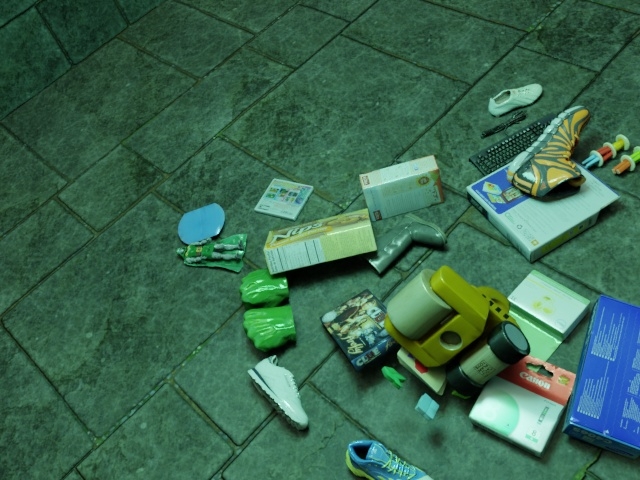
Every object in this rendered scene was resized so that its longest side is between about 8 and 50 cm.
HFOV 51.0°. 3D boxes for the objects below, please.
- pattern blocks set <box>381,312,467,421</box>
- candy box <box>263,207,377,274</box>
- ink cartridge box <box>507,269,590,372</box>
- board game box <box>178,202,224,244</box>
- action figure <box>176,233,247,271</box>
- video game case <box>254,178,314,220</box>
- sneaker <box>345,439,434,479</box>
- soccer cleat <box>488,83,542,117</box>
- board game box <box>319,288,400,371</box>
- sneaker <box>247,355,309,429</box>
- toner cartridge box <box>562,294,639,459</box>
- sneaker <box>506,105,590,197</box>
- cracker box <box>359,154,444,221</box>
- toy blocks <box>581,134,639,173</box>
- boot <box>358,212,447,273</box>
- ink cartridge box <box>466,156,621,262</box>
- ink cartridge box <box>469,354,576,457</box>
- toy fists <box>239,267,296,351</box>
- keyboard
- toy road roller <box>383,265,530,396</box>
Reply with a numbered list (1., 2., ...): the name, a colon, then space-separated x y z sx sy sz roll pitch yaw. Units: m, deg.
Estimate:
1. pattern blocks set: 0.272 0.277 1.662 0.285 0.026 0.325 50 46 6
2. candy box: 0.000 0.000 1.975 0.316 0.087 0.183 -14 16 5
3. ink cartridge box: 0.548 0.205 1.720 0.235 0.056 0.171 -42 53 -19
4. board game box: -0.389 -0.047 2.229 0.168 0.033 0.133 -19 54 9
5. action figure: -0.356 0.037 2.135 0.232 0.063 0.137 -3 55 20
6. video game case: -0.120 -0.137 2.222 0.157 0.019 0.143 13 58 27
7. sneaker: 0.157 0.530 1.536 0.240 0.126 0.091 14 59 27
8. soccer cleat: 0.645 -0.473 2.209 0.196 0.076 0.068 -26 50 -4
9. board game box: 0.113 0.232 1.784 0.165 0.042 0.243 -30 28 -8
10. sneaker: -0.095 0.393 1.756 0.095 0.090 0.235 -32 51 -21
11. toner cartridge box: 0.688 0.309 1.559 0.165 0.075 0.348 19 60 16
12. sneaker: 0.700 -0.235 1.909 0.321 0.124 0.180 -45 56 -7
13. cracker box: 0.247 -0.156 2.031 0.232 0.156 0.067 -15 50 5
14. toy blocks: 0.859 -0.236 1.968 0.148 0.054 0.123 -31 50 -8
15. boot: 0.237 0.021 1.948 0.208 0.076 0.189 -36 37 -21
16. ink cartridge box: 0.636 -0.121 1.942 0.307 0.072 0.303 -28 49 -9
17. ink cartridge box: 0.486 0.373 1.596 0.181 0.056 0.225 22 68 31
18. toy fists: -0.156 0.195 1.924 0.142 0.096 0.279 -8 49 -5
19. keyboard: 0.614 -0.323 2.131 0.317 0.033 0.201 -29 50 -7
20. toy road roller: 0.337 0.189 1.622 0.329 0.202 0.240 40 32 -5
